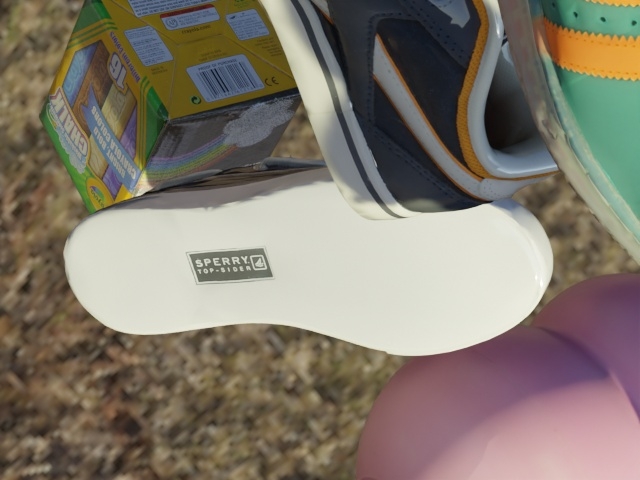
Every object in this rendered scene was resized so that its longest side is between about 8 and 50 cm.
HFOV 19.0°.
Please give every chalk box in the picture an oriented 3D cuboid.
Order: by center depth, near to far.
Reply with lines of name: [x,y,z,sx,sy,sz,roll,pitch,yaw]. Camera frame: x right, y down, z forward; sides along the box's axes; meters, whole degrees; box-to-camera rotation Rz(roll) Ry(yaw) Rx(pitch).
chalk box: [-0.124,-0.093,1.485,0.132,0.213,0.132,-17,66,-33]

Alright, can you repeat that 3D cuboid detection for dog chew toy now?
dog chew toy: [0.188,0.115,1.228,0.332,0.206,0.207,-30,80,-20]

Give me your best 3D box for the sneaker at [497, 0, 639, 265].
sneaker: [0.117,-0.105,0.614,0.108,0.121,0.302,-26,92,-18]

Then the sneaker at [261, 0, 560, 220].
sneaker: [0.027,-0.151,0.870,0.321,0.127,0.126,60,38,-33]

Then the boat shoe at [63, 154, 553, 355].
boat shoe: [0.000,0.000,1.101,0.102,0.301,0.108,-42,121,-53]
